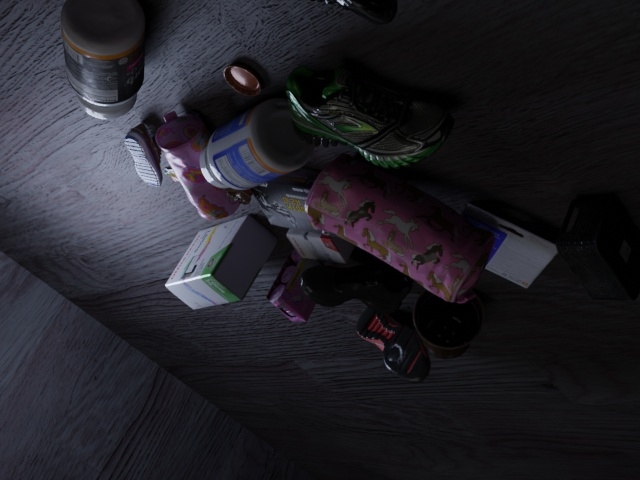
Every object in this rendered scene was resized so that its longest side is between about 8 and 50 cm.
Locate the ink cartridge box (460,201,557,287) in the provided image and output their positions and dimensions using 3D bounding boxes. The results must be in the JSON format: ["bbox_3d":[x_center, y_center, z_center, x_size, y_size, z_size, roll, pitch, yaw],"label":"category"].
[{"bbox_3d":[0.373,0.001,1.832,0.206,0.045,0.208,27,154,5],"label":"ink cartridge box"}]

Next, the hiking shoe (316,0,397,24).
[{"bbox_3d":[0.022,-0.416,1.417,0.227,0.086,0.114,37,166,-5],"label":"hiking shoe"}]

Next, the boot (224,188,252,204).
[{"bbox_3d":[-0.202,-0.153,2.049,0.059,0.085,0.158,12,164,32],"label":"boot"}]

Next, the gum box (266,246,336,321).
[{"bbox_3d":[-0.051,0.108,2.263,0.062,0.188,0.107,-6,138,49],"label":"gum box"}]

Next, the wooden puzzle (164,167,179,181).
[{"bbox_3d":[-0.370,-0.168,2.286,0.083,0.006,0.049,3,144,41],"label":"wooden puzzle"}]

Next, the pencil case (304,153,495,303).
[{"bbox_3d":[0.162,-0.023,1.807,0.386,0.160,0.167,29,152,18],"label":"pencil case"}]

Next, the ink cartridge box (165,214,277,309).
[{"bbox_3d":[-0.267,0.062,2.373,0.117,0.201,0.278,41,151,-22],"label":"ink cartridge box"}]

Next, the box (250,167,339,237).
[{"bbox_3d":[-0.043,-0.093,2.052,0.231,0.056,0.183,12,148,30],"label":"box"}]

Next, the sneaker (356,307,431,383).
[{"bbox_3d":[0.220,0.274,2.322,0.136,0.116,0.314,30,-171,-33],"label":"sneaker"}]

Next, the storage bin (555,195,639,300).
[{"bbox_3d":[0.520,0.017,1.634,0.084,0.122,0.180,-4,139,47],"label":"storage bin"}]

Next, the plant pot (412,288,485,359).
[{"bbox_3d":[0.305,0.205,2.143,0.167,0.167,0.165,21,159,14],"label":"plant pot"}]

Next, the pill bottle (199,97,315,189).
[{"bbox_3d":[-0.143,-0.191,1.870,0.152,0.152,0.272,40,152,-22],"label":"pill bottle"}]

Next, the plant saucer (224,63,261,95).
[{"bbox_3d":[-0.155,-0.325,1.798,0.083,0.013,0.083,23,154,12],"label":"plant saucer"}]

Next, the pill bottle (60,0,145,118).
[{"bbox_3d":[-0.439,-0.374,1.820,0.162,0.162,0.278,28,154,2],"label":"pill bottle"}]

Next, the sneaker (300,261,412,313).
[{"bbox_3d":[0.090,0.097,2.166,0.286,0.109,0.130,6,149,-23],"label":"sneaker"}]

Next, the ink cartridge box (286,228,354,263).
[{"bbox_3d":[0.000,0.000,2.173,0.135,0.056,0.099,7,146,35],"label":"ink cartridge box"}]

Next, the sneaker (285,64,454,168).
[{"bbox_3d":[0.077,-0.230,1.612,0.343,0.134,0.146,13,149,28],"label":"sneaker"}]

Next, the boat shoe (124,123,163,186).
[{"bbox_3d":[-0.419,-0.208,2.193,0.066,0.066,0.183,15,145,20],"label":"boat shoe"}]

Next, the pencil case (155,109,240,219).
[{"bbox_3d":[-0.282,-0.171,2.081,0.124,0.124,0.284,12,149,29],"label":"pencil case"}]

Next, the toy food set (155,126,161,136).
[{"bbox_3d":[-0.354,-0.240,2.129,0.083,0.020,0.082,34,153,-11],"label":"toy food set"}]
